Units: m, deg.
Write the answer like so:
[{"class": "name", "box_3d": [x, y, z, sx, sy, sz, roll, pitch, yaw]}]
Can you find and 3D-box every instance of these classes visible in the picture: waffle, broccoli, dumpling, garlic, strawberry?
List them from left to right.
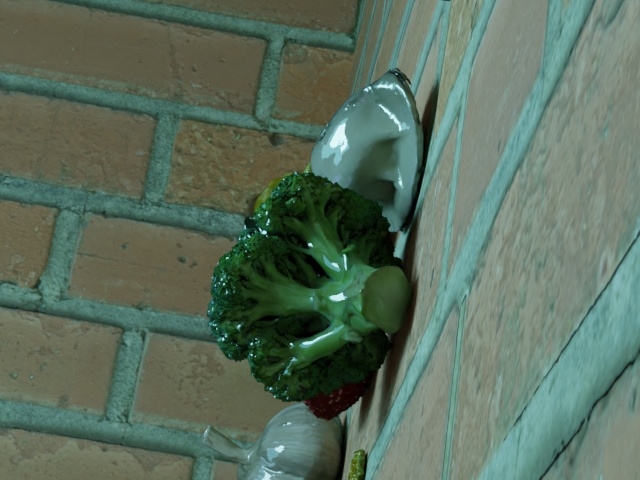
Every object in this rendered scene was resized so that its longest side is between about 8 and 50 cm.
[{"class": "garlic", "box_3d": [-0.077, 0.333, 2.447, 0.218, 0.212, 0.219, -164, 90, -90]}, {"class": "broccoli", "box_3d": [-0.002, 0.055, 1.896, 0.270, 0.270, 0.270, 2, 81, 58]}, {"class": "strawberry", "box_3d": [0.040, 0.156, 2.158, 0.167, 0.087, 0.208, -61, -28, -11]}, {"class": "waffle", "box_3d": [0.043, 0.299, 2.043, 0.078, 0.016, 0.085, 104, 174, -67]}, {"class": "dumpling", "box_3d": [0.070, -0.095, 2.010, 0.172, 0.142, 0.247, 61, 155, 19]}]

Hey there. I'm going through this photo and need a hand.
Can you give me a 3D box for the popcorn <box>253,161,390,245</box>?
[{"class": "popcorn", "box_3d": [0.000, -0.009, 2.233, 0.235, 0.181, 0.217, -64, -23, -44]}]
